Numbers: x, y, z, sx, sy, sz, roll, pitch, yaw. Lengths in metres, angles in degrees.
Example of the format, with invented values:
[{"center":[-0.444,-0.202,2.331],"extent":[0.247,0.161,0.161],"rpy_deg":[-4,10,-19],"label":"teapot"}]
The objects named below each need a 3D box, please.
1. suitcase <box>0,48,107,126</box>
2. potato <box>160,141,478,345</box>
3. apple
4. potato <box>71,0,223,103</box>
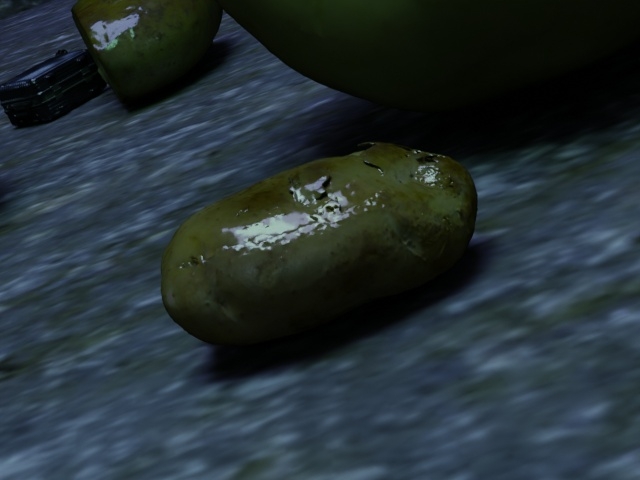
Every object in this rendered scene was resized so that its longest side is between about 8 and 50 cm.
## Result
[{"center":[-0.322,-0.187,1.425],"extent":[0.086,0.059,0.126],"rpy_deg":[-6,25,39],"label":"suitcase"},{"center":[0.000,0.000,0.608],"extent":[0.170,0.080,0.107],"rpy_deg":[-23,8,-4],"label":"potato"},{"center":[0.116,-0.244,0.836],"extent":[0.320,0.312,0.360],"rpy_deg":[35,36,15],"label":"apple"},{"center":[-0.201,-0.251,1.357],"extent":[0.176,0.141,0.298],"rpy_deg":[-24,18,18],"label":"potato"}]
